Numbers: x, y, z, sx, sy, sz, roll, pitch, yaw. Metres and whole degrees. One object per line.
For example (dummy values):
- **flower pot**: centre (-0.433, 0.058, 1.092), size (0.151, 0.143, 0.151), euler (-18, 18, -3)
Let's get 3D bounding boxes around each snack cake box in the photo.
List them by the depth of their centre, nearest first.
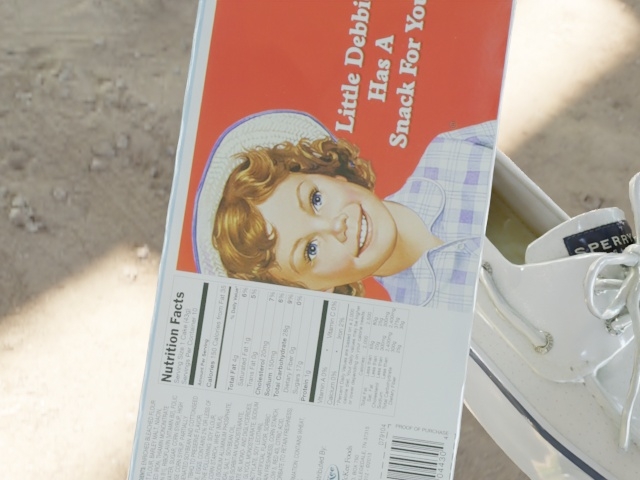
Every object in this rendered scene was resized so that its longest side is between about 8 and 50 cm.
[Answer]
- **snack cake box**: centre (0.000, 0.000, 0.592), size (0.152, 0.089, 0.265), euler (9, 87, -2)

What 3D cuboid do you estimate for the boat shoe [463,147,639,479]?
- **boat shoe**: centre (0.158, 0.030, 0.718), size (0.135, 0.156, 0.367), euler (-6, 44, -42)
